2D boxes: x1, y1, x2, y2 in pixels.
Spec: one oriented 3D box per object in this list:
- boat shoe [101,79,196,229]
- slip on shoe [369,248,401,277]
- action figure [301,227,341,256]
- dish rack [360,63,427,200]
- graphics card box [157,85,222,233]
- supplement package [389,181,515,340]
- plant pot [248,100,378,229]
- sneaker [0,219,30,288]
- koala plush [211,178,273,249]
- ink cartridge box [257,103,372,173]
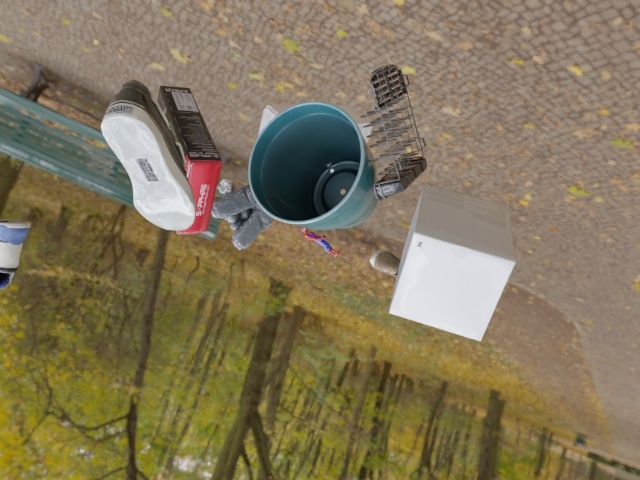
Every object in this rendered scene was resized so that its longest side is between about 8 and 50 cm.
[{"bbox_3d":[-0.199,-0.097,0.731,0.077,0.070,0.219,2,144,5],"label":"boat shoe"},{"bbox_3d":[0.167,0.059,1.395,0.041,0.051,0.135,35,-179,40],"label":"slip on shoe"},{"bbox_3d":[0.000,0.000,1.512,0.115,0.030,0.038,31,-158,11],"label":"action figure"},{"bbox_3d":[0.158,-0.247,1.317,0.074,0.272,0.208,-8,-161,30],"label":"dish rack"},{"bbox_3d":[-0.369,-0.223,1.589,0.094,0.233,0.371,-4,-137,-28],"label":"graphics card box"},{"bbox_3d":[0.278,0.035,1.258,0.199,0.198,0.263,17,-150,6],"label":"supplement package"},{"bbox_3d":[0.016,-0.141,1.362,0.271,0.272,0.255,15,174,27],"label":"plant pot"},{"bbox_3d":[-0.845,0.032,1.441,0.315,0.182,0.127,6,-179,27],"label":"sneaker"},{"bbox_3d":[-0.265,-0.112,1.975,0.196,0.203,0.221,57,168,-23],"label":"koala plush"},{"bbox_3d":[-0.023,-0.249,1.597,0.283,0.207,0.117,-9,-140,-35],"label":"ink cartridge box"}]
